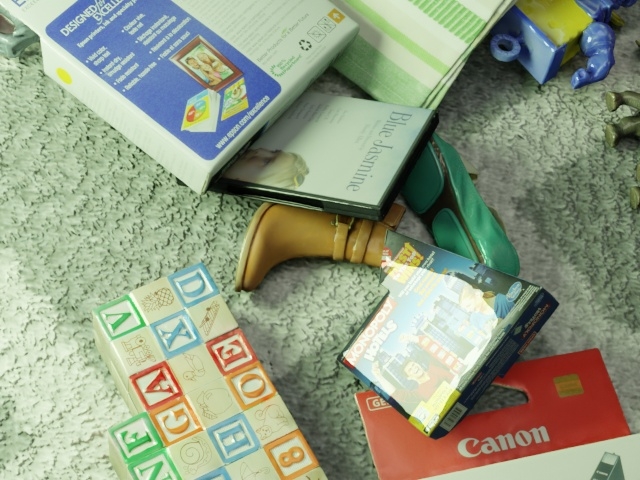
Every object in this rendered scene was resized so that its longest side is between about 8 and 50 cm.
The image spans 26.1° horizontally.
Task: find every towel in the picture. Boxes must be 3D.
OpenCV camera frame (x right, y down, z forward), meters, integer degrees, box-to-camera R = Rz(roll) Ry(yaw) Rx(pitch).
[{"bbox_3d":[0.124,-0.330,1.664,0.248,0.038,0.325,40,96,13],"label":"towel"}]

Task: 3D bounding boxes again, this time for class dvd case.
[{"bbox_3d":[-0.014,-0.104,1.550,0.253,0.022,0.180,11,45,22],"label":"dvd case"}]

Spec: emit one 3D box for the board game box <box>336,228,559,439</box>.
[{"bbox_3d":[0.118,0.084,1.475,0.194,0.060,0.194,39,91,35],"label":"board game box"}]

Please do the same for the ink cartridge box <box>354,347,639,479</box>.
[{"bbox_3d":[0.208,0.241,1.432,0.296,0.066,0.261,-10,64,-13],"label":"ink cartridge box"}]

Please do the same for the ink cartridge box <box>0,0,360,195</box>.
[{"bbox_3d":[-0.159,-0.244,1.564,0.307,0.072,0.303,38,57,5],"label":"ink cartridge box"}]

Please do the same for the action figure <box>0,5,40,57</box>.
[{"bbox_3d":[-0.362,-0.424,1.621,0.275,0.248,0.370,10,63,-3],"label":"action figure"}]

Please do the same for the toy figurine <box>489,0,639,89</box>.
[{"bbox_3d":[0.278,-0.308,1.686,0.217,0.191,0.362,-33,69,-18],"label":"toy figurine"}]

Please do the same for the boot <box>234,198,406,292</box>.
[{"bbox_3d":[0.000,0.000,1.535,0.152,0.073,0.197,26,63,3],"label":"boot"}]

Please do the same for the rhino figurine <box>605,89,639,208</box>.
[{"bbox_3d":[0.421,-0.076,1.634,0.106,0.073,0.243,-10,64,-10],"label":"rhino figurine"}]

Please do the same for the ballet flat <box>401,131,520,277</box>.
[{"bbox_3d":[0.156,-0.042,1.585,0.087,0.083,0.247,-4,59,-38],"label":"ballet flat"}]

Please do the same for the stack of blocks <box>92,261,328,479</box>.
[{"bbox_3d":[-0.129,0.190,1.400,0.171,0.087,0.297,-23,67,-19],"label":"stack of blocks"}]
